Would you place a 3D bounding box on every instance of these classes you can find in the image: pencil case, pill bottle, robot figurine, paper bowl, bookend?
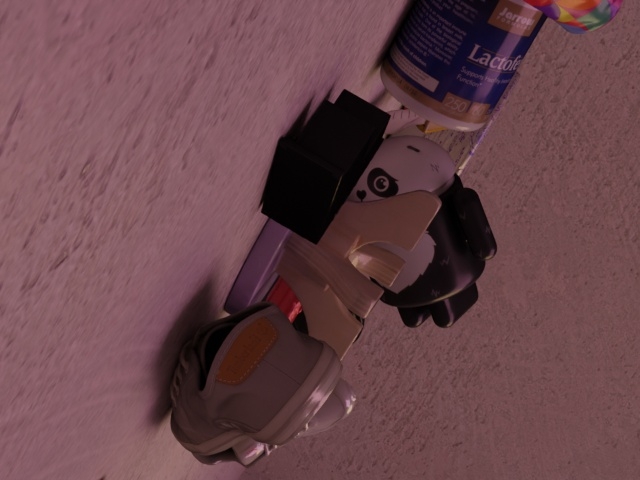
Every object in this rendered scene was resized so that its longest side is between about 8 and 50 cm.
[{"bbox_3d":[0.237,-0.313,1.508,0.104,0.236,0.105,-23,-124,39],"label":"pencil case"},{"bbox_3d":[0.194,-0.280,1.679,0.265,0.153,0.153,-62,174,26],"label":"pill bottle"},{"bbox_3d":[0.134,-0.012,1.961,0.209,0.278,0.173,-18,-161,5],"label":"robot figurine"},{"bbox_3d":[0.222,-0.208,2.421,0.284,0.148,0.284,-58,175,-9],"label":"paper bowl"},{"bbox_3d":[0.015,-0.103,1.427,0.156,0.072,0.157,-57,174,-26],"label":"bookend"}]

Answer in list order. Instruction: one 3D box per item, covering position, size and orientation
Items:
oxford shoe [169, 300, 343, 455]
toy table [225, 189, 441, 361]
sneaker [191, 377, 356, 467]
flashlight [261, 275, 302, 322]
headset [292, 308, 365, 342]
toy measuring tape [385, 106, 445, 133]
[{"bbox_3d":[-0.103,0.151,1.553,0.169,0.130,0.449,-55,-171,-17],"label":"oxford shoe"},{"bbox_3d":[0.017,0.013,1.655,0.274,0.160,0.252,-60,175,25],"label":"toy table"},{"bbox_3d":[-0.061,0.236,1.708,0.232,0.090,0.115,-22,-160,26],"label":"sneaker"},{"bbox_3d":[-0.043,0.088,1.853,0.304,0.103,0.103,-56,174,-12],"label":"flashlight"},{"bbox_3d":[-0.010,0.109,2.371,0.243,0.185,0.394,-51,156,-82],"label":"headset"},{"bbox_3d":[0.134,-0.214,1.988,0.330,0.121,0.121,-15,142,-49],"label":"toy measuring tape"}]
